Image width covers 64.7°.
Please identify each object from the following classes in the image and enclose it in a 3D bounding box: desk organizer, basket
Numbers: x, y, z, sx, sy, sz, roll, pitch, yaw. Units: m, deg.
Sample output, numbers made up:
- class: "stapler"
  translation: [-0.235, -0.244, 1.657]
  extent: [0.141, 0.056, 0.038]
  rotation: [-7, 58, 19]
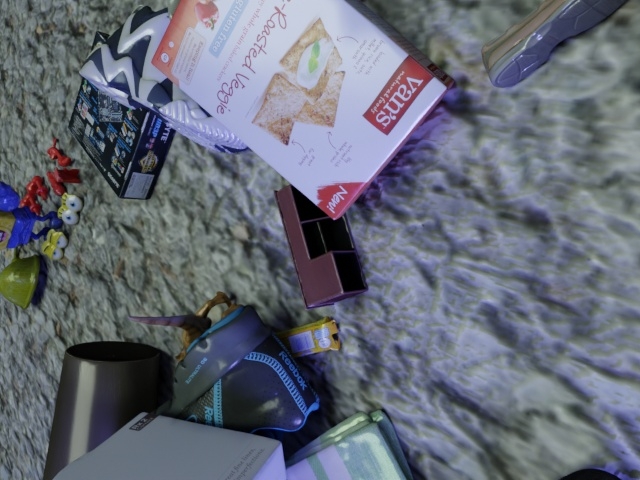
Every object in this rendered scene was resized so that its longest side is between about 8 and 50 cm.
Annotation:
- class: "desk organizer"
  translation: [0.000, 0.000, 0.520]
  extent: [0.050, 0.047, 0.130]
  rotation: [-25, 74, 36]
- class: "basket"
  translation: [-0.308, 0.269, 0.724]
  extent: [0.204, 0.154, 0.226]
  rotation: [4, 88, 62]

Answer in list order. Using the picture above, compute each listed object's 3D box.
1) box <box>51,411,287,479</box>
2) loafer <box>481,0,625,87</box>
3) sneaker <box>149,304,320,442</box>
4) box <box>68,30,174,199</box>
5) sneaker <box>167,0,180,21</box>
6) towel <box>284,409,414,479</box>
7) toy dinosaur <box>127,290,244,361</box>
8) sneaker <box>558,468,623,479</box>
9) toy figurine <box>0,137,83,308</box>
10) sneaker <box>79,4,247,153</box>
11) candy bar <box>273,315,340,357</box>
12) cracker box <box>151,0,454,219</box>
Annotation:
- class: "box"
  translation: [-0.144, 0.259, 0.435]
  extent: [0.182, 0.181, 0.119]
  rotation: [0, 106, 27]
- class: "loafer"
  translation: [0.173, -0.168, 0.372]
  extent: [0.125, 0.045, 0.039]
  rotation: [-37, 60, 38]
- class: "sneaker"
  translation: [-0.129, 0.228, 0.584]
  extent: [0.140, 0.125, 0.340]
  rotation: [43, 127, 10]
- class: "box"
  translation: [-0.308, -0.194, 0.779]
  extent: [0.220, 0.051, 0.175]
  rotation: [44, 117, 31]
- class: "sneaker"
  translation: [-0.040, -0.277, 0.507]
  extent: [0.292, 0.118, 0.110]
  rotation: [-25, 73, 37]
- class: "towel"
  translation: [-0.018, 0.347, 0.496]
  extent: [0.325, 0.038, 0.247]
  rotation: [-35, 68, 18]
- class: "toy dinosaur"
  translation: [-0.140, 0.107, 0.592]
  extent: [0.064, 0.112, 0.211]
  rotation: [40, 153, 13]
- class: "sneaker"
  translation: [0.183, 0.274, 0.365]
  extent: [0.098, 0.083, 0.223]
  rotation: [26, 101, 2]
- class: "toy figurine"
  translation: [-0.627, -0.027, 0.949]
  extent: [0.362, 0.217, 0.191]
  rotation: [-52, 59, 28]
- class: "sneaker"
  translation: [-0.164, -0.216, 0.626]
  extent: [0.235, 0.094, 0.153]
  rotation: [27, 86, 18]
- class: "candy bar"
  translation: [-0.041, 0.120, 0.574]
  extent: [0.162, 0.018, 0.040]
  rotation: [-23, 79, 38]
- class: "cracker box"
  translation: [-0.020, -0.153, 0.458]
  extent: [0.232, 0.067, 0.155]
  rotation: [40, 119, 1]
